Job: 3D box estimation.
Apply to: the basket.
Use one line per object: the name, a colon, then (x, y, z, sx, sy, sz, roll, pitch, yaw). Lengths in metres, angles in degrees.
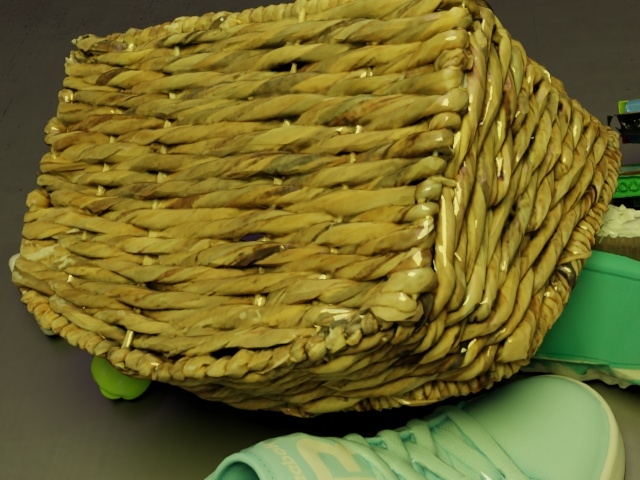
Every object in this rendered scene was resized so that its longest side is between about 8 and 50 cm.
basket: (0.000, 0.000, 0.591, 0.299, 0.223, 0.213, 0, 74, 36)

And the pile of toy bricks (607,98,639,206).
pile of toy bricks: (0.251, -0.048, 0.732, 0.212, 0.118, 0.105, 0, 12, 39)

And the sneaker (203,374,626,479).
sneaker: (0.020, 0.154, 0.507, 0.366, 0.150, 0.135, -29, 45, -23)

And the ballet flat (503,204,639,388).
ballet flat: (0.250, 0.034, 0.591, 0.409, 0.147, 0.147, 16, 48, 36)

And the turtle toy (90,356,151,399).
turtle toy: (-0.119, 0.057, 0.720, 0.095, 0.066, 0.130, 30, 52, 7)

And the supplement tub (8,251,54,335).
supplement tub: (-0.181, 0.022, 0.775, 0.107, 0.071, 0.071, -27, 43, -16)
